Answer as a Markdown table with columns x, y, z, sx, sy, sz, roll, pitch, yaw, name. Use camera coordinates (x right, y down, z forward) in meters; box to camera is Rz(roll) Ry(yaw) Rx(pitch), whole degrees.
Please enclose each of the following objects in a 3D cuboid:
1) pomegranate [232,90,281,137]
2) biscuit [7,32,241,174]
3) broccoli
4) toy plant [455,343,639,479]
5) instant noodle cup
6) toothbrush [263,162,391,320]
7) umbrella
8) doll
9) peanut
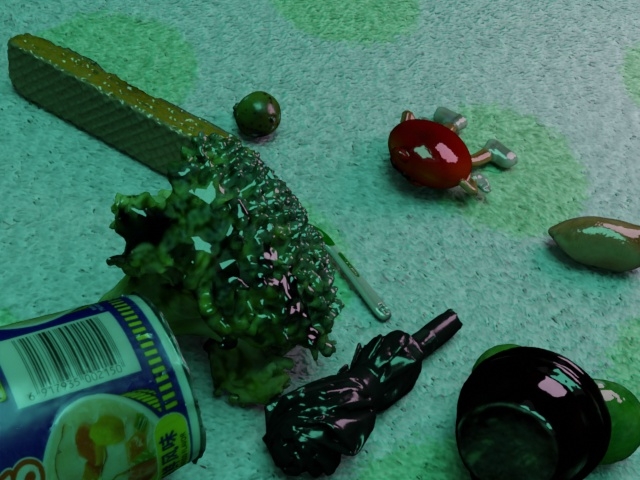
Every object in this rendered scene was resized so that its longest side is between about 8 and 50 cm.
| x | y | z | sx | sy | sz | roll | pitch | yaw | name |
| --- | --- | --- | --- | --- | --- | --- | --- | --- | --- |
| -0.101 | -0.185 | 1.565 | 0.084 | 0.073 | 0.073 | -12 | 42 | 26 | pomegranate |
| -0.291 | -0.184 | 1.506 | 0.379 | 0.094 | 0.054 | 29 | 45 | 13 | biscuit |
| -0.149 | 0.022 | 1.258 | 0.281 | 0.293 | 0.348 | -40 | 46 | 6 | broccoli |
| 0.264 | 0.208 | 1.238 | 0.218 | 0.175 | 0.235 | 27 | 24 | 20 | toy plant |
| -0.297 | 0.190 | 1.056 | 0.312 | 0.284 | 0.284 | -20 | 56 | -25 | instant noodle cup |
| -0.001 | 0.001 | 1.449 | 0.030 | 0.030 | 0.304 | -26 | 61 | -29 | toothbrush |
| 0.066 | 0.172 | 1.274 | 0.118 | 0.118 | 0.340 | 39 | 44 | 21 | umbrella |
| 0.181 | -0.128 | 1.560 | 0.183 | 0.085 | 0.217 | 40 | 36 | 20 | doll |
| 0.399 | 0.001 | 1.494 | 0.152 | 0.076 | 0.076 | 9 | 48 | 3 | peanut |
